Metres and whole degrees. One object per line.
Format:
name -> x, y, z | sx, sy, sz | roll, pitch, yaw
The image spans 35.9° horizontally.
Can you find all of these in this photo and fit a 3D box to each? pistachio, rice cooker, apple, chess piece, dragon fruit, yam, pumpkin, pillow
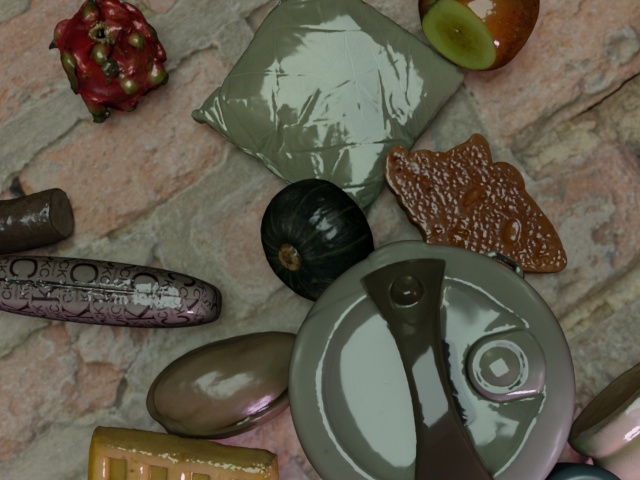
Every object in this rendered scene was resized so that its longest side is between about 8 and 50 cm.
pistachio -> -0.117, 0.187, 1.284 | 0.226, 0.136, 0.136 | -20, 78, -3
rice cooker -> 0.124, 0.178, 1.152 | 0.335, 0.325, 0.335 | -1, 79, 6
apple -> 0.206, -0.308, 1.318 | 0.147, 0.146, 0.163 | 25, 53, -10
chess piece -> 0.457, 0.299, 1.189 | 0.167, 0.167, 0.300 | -41, 83, -2
dragon fruit -> -0.292, -0.252, 1.355 | 0.160, 0.172, 0.166 | 3, 81, 7
yam -> -0.418, -0.025, 1.375 | 0.127, 0.084, 0.084 | -11, 79, 7
pumpkin -> -0.003, 0.001, 1.287 | 0.167, 0.125, 0.167 | 14, 117, 29
pillow -> 0.011, -0.199, 1.365 | 0.281, 0.076, 0.274 | 36, 91, 6

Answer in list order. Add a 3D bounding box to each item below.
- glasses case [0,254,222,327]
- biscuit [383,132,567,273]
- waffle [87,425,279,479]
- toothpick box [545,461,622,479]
glasses case -> -0.308, 0.069, 1.315 | 0.354, 0.137, 0.085 | 5, 81, 6
biscuit -> 0.207, -0.041, 1.315 | 0.280, 0.043, 0.183 | 30, 84, -3
waffle -> -0.180, 0.358, 1.251 | 0.248, 0.055, 0.221 | 6, 104, 8
toothpick box -> 0.298, 0.324, 1.181 | 0.120, 0.184, 0.120 | 0, 81, 1
